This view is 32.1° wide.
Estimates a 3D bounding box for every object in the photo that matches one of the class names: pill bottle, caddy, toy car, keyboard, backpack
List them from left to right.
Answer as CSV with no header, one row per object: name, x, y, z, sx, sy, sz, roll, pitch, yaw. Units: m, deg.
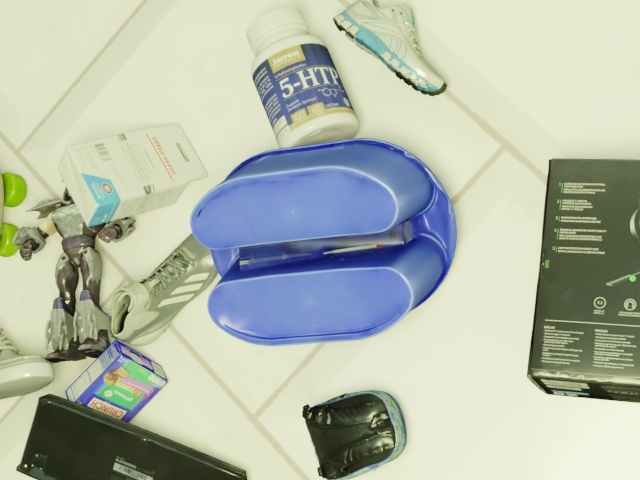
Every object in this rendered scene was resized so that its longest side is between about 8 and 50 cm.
toy car,-0.565,-0.049,1.663,0.188,0.155,0.149,0,81,30
keyboard,-0.261,0.346,1.504,0.317,0.033,0.201,21,100,8
pill bottle,-0.031,-0.213,1.501,0.112,0.112,0.187,-27,73,15
caddy,0.000,0.000,1.425,0.341,0.179,0.241,-6,102,19
backpack,0.051,0.243,1.411,0.114,0.084,0.105,-23,75,21

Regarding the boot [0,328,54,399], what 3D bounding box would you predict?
boot,-0.475,0.165,1.592,0.258,0.095,0.123,-19,71,38

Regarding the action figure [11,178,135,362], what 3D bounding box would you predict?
action figure,-0.346,0.027,1.592,0.185,0.099,0.285,-12,74,24

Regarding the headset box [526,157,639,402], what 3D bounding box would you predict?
headset box,0.381,0.040,1.279,0.246,0.131,0.283,2,75,21

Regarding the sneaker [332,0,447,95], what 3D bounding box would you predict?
sneaker,0.106,-0.269,1.484,0.190,0.071,0.083,43,92,21

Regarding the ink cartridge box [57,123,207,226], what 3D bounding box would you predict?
ink cartridge box,-0.263,-0.094,1.567,0.104,0.180,0.060,59,142,19

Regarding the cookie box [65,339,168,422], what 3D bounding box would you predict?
cookie box,-0.282,0.203,1.539,0.107,0.092,0.040,-45,37,10

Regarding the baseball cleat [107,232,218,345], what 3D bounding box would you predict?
baseball cleat,-0.212,0.060,1.527,0.072,0.109,0.206,36,93,27
